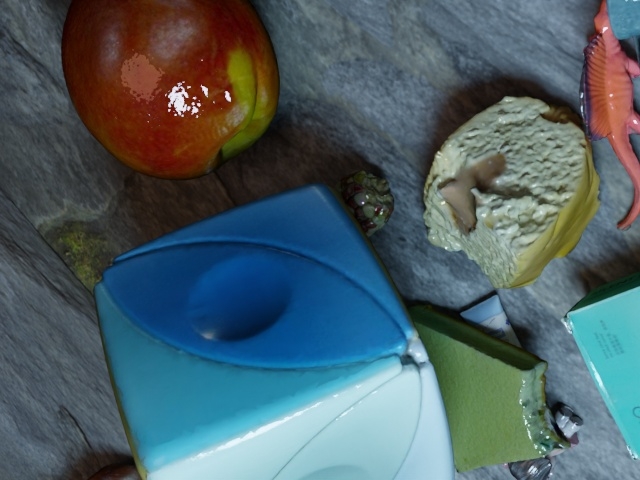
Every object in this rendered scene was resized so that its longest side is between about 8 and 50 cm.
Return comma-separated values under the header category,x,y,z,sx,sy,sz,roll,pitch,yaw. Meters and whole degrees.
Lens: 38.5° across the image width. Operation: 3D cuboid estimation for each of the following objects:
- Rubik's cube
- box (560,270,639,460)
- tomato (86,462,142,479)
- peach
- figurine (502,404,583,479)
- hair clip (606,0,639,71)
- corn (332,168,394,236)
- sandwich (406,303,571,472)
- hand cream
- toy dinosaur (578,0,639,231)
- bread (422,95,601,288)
category,x,y,z,sx,sy,sz,roll,pitch,yaw
Rubik's cube,-0.054,0.181,1.155,0.347,0.351,0.352,72,171,-45
box,0.472,0.107,1.056,0.311,0.118,0.205,-28,85,33
tomato,-0.368,0.489,1.657,0.214,0.180,0.155,-49,59,24
peach,-0.215,-0.248,1.277,0.332,0.308,0.308,52,123,15
figurine,0.299,0.280,1.246,0.072,0.054,0.129,40,118,21
hair clip,0.413,-0.319,0.891,0.318,0.392,0.238,-19,118,31
corn,0.000,0.000,1.331,0.280,0.092,0.092,-43,80,35
sandwich,0.215,0.178,1.226,0.212,0.063,0.245,-31,84,53
hand cream,0.257,0.161,1.247,0.065,0.043,0.171,-33,81,32
toy dinosaur,0.333,-0.135,1.060,0.070,0.139,0.286,1,104,32
bread,0.257,-0.065,1.165,0.211,0.224,0.183,-43,69,-10
